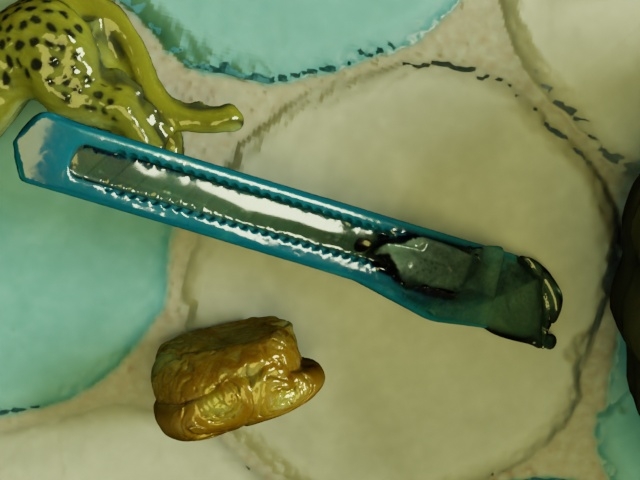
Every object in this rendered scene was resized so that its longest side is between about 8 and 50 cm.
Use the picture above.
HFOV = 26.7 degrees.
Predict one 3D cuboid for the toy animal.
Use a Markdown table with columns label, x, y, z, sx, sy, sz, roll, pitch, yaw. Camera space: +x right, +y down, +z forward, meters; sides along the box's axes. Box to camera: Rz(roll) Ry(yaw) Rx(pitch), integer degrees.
| label | x | y | z | sx | sy | sz | roll | pitch | yaw |
| --- | --- | --- | --- | --- | --- | --- | --- | --- | --- |
| toy animal | -0.141 | -0.062 | 0.594 | 0.181 | 0.073 | 0.136 | -29 | 104 | -1 |

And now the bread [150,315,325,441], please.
| label | x | y | z | sx | sy | sz | roll | pitch | yaw |
| --- | --- | --- | --- | --- | --- | --- | --- | --- | --- |
| bread | -0.042 | 0.065 | 0.635 | 0.083 | 0.081 | 0.046 | -18 | 97 | -36 |

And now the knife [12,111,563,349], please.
| label | x | y | z | sx | sy | sz | roll | pitch | yaw |
| --- | --- | --- | --- | --- | --- | --- | --- | --- | --- |
| knife | 0.001 | 0.001 | 0.613 | 0.296 | 0.026 | 0.044 | 16 | 99 | -29 |

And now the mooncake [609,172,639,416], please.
| label | x | y | z | sx | sy | sz | roll | pitch | yaw |
| --- | --- | --- | --- | --- | --- | --- | --- | --- | --- |
| mooncake | 0.277 | 0.030 | 0.623 | 0.290 | 0.161 | 0.290 | -2 | 106 | -7 |
